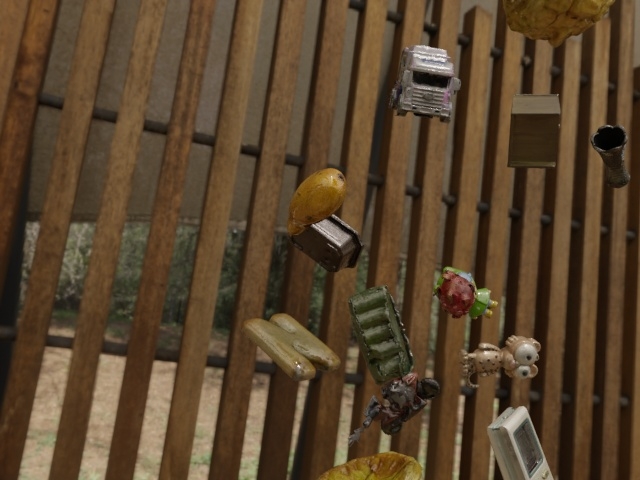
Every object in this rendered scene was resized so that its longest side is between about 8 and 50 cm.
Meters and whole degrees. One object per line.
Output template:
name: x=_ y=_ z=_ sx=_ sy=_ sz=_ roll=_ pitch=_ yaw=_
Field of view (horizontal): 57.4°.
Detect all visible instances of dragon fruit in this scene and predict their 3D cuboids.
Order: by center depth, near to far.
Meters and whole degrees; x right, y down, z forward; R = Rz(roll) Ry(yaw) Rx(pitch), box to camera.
dragon fruit: x=0.466 y=0.180 z=2.002 sx=0.136 sy=0.165 sz=0.133 roll=13 pitch=-33 yaw=-41

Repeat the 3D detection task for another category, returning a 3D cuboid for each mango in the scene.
mango: x=-0.024 y=-0.108 z=1.609 sx=0.109 sy=0.157 sz=0.262 roll=31 pitch=-41 yaw=-21

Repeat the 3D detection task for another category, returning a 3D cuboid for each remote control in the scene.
remote control: x=0.410 y=0.473 z=1.132 sx=0.055 sy=0.277 sz=0.103 roll=-22 pitch=-5 yaw=41

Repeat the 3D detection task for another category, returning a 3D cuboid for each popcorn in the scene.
popcorn: x=0.508 y=-0.535 z=1.267 sx=0.190 sy=0.250 sz=0.250 roll=46 pitch=-27 yaw=-22

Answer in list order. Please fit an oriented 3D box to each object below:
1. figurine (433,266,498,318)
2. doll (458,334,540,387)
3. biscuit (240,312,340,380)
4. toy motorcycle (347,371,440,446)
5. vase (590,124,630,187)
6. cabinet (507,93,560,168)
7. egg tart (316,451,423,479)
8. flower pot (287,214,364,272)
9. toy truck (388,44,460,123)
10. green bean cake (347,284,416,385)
figurine: x=0.555 y=0.210 z=2.242 sx=0.263 sy=0.162 sz=0.143 roll=31 pitch=-2 yaw=-17
doll: x=0.605 y=0.406 z=1.977 sx=0.278 sy=0.154 sz=0.119 roll=-12 pitch=14 yaw=-2
biscuit: x=-0.093 y=0.335 z=1.891 sx=0.291 sy=0.062 sz=0.237 roll=36 pitch=20 yaw=31
toy motorcycle: x=0.255 y=0.634 z=2.228 sx=0.207 sy=0.401 sz=0.134 roll=43 pitch=7 yaw=0
vase: x=0.988 y=-0.274 z=1.971 sx=0.115 sy=0.115 sz=0.237 roll=0 pitch=-29 yaw=35
cabinet: x=0.672 y=-0.346 z=1.834 sx=0.148 sy=0.174 sz=0.215 roll=4 pitch=29 yaw=18
egg tart: x=0.132 y=0.686 z=1.590 sx=0.341 sy=0.132 sz=0.341 roll=-14 pitch=-4 yaw=-1
flower pot: x=0.000 y=0.000 z=1.788 sx=0.251 sy=0.084 sz=0.179 roll=36 pitch=-40 yaw=15
toy truck: x=0.231 y=-0.357 z=1.312 sx=0.124 sy=0.155 sz=0.268 roll=9 pitch=18 yaw=0
green bean cake: x=0.160 y=0.245 z=1.559 sx=0.132 sy=0.241 sz=0.255 roll=-17 pitch=-4 yaw=8
